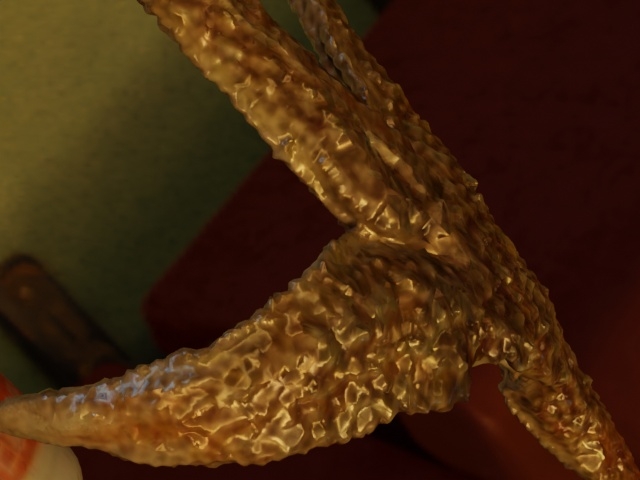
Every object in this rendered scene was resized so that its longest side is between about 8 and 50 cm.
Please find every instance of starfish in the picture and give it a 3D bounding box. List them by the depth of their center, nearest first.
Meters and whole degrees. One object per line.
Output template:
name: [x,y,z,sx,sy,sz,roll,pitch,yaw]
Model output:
starfish: [0.007,-0.005,0.854,0.398,0.132,0.383,-17,75,-56]

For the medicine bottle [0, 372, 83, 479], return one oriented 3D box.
medicine bottle: [-0.299,0.051,0.808,0.371,0.211,0.211,48,65,-17]
